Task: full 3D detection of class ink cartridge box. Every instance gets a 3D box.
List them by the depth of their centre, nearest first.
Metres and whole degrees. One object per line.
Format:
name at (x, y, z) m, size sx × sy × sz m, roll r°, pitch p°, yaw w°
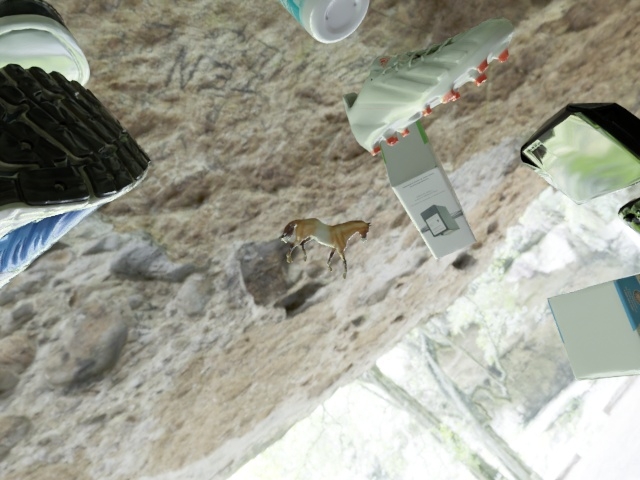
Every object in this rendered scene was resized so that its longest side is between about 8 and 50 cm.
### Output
ink cartridge box at (0.335, 0.081, 0.536) m, size 0.143 × 0.092 × 0.090 m, roll -9°, pitch -15°, yaw -25°
ink cartridge box at (0.258, -0.119, 1.236) m, size 0.115 × 0.198 × 0.273 m, roll -25°, pitch -49°, yaw 17°

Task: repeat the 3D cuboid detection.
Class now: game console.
game console at (0.444, -0.046, 0.683) m, size 0.044 × 0.361 × 0.213 m, roll -50°, pitch -6°, yaw -3°

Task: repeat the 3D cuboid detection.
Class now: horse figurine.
horse figurine at (0.000, 0.000, 1.462) m, size 0.066 × 0.264 × 0.174 m, roll -47°, pitch -29°, yaw -64°

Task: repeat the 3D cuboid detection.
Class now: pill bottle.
pill bottle at (-0.027, -0.539, 1.052) m, size 0.146 × 0.264 × 0.146 m, roll -29°, pitch -26°, yaw -16°

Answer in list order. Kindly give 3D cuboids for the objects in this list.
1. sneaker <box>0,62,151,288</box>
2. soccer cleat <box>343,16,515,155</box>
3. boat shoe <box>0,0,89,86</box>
sneaker at (-0.262, -0.021, 0.372) m, size 0.147 × 0.129 × 0.330 m, roll -34°, pitch 11°, yaw 35°
soccer cleat at (0.085, -0.148, 0.470) m, size 0.068 × 0.076 × 0.196 m, roll -32°, pitch 2°, yaw -35°
boat shoe at (-0.324, -0.189, 0.568) m, size 0.114 × 0.091 × 0.303 m, roll -12°, pitch -5°, yaw -30°
